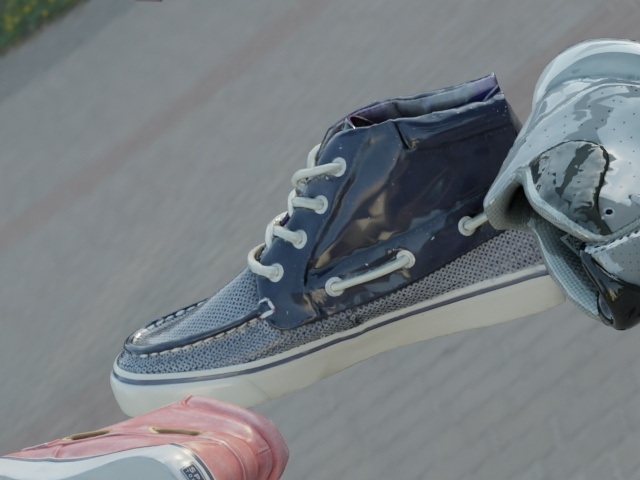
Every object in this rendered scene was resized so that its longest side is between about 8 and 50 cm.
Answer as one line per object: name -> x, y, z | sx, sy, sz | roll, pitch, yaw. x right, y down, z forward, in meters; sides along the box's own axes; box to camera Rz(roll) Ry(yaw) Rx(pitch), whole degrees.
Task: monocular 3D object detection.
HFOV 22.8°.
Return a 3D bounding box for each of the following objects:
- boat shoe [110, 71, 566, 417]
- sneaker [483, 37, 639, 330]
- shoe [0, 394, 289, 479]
boat shoe -> 0.000, 0.000, 1.077 | 0.340, 0.158, 0.127 | -18, 19, 3
sneaker -> 0.167, -0.008, 0.621 | 0.228, 0.086, 0.132 | 8, 46, 37
shoe -> -0.101, 0.116, 0.728 | 0.178, 0.064, 0.081 | -14, 5, 34
